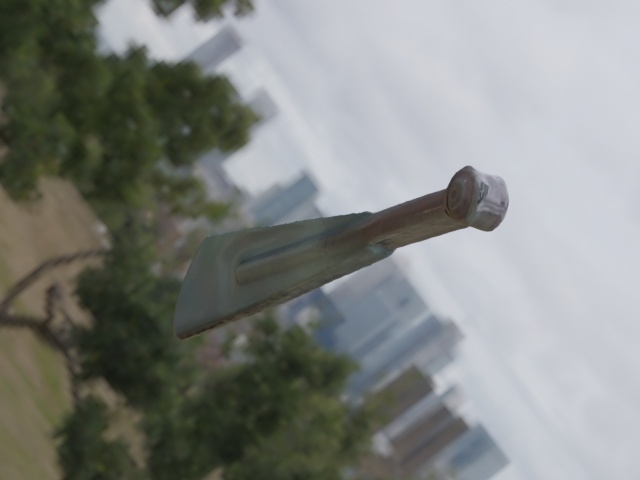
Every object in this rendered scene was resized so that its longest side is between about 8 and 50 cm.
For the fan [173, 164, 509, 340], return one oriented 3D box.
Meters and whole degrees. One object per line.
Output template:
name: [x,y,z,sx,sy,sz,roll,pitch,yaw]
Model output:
fan: [0.000,0.000,0.814,0.023,0.057,0.282,28,-23,-22]
